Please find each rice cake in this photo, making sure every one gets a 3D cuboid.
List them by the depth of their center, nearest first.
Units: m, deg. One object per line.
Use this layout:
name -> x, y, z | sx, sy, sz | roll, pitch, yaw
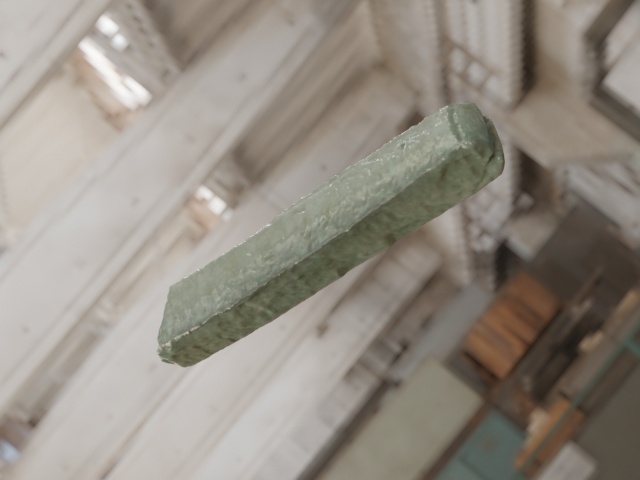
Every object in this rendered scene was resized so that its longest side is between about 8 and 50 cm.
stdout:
rice cake -> 0.000, 0.000, 0.744 | 0.170, 0.033, 0.029 | -34, -45, 22
